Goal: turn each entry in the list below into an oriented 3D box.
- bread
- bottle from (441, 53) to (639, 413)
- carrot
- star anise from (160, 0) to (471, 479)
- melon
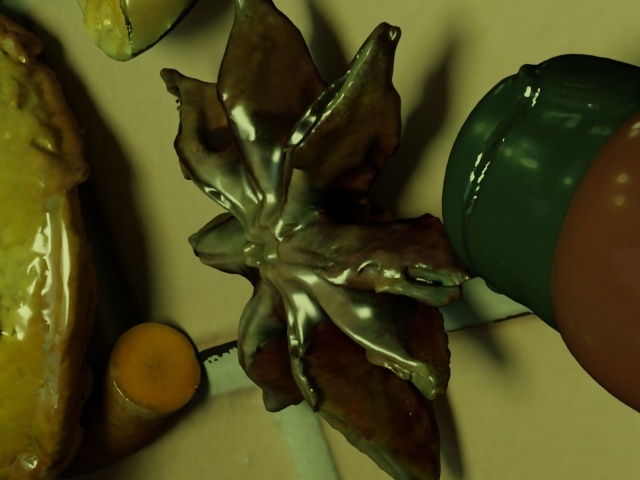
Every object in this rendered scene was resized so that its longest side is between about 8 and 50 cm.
[{"bbox_3d":[-0.299,0.013,1.065,0.398,0.215,0.398,11,104,54],"label":"bread"},{"bbox_3d":[0.186,0.031,0.578,0.336,0.144,0.144,29,125,40],"label":"bottle"},{"bbox_3d":[-0.146,0.124,1.077,0.061,0.061,0.209,61,145,12],"label":"carrot"},{"bbox_3d":[0.000,0.001,0.823,0.288,0.088,0.288,41,140,46],"label":"star anise"},{"bbox_3d":[-0.110,-0.179,0.898,0.160,0.079,0.128,67,159,3],"label":"melon"}]
